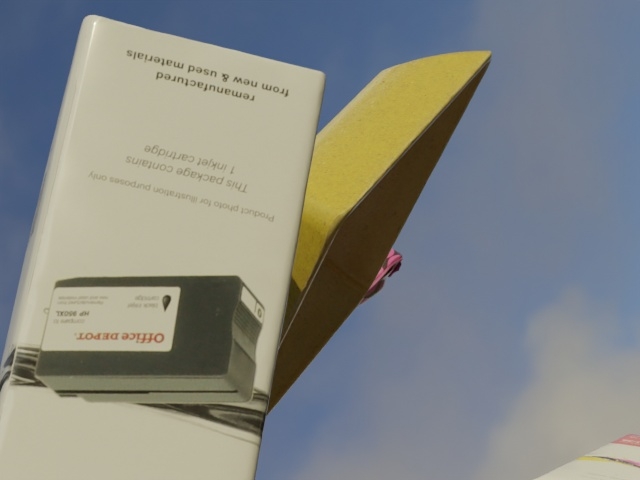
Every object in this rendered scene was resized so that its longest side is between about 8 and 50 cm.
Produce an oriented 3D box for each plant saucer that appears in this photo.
[{"bbox_3d":[0.000,0.000,1.490,0.333,0.081,0.332,-48,-12,-49],"label":"plant saucer"}]

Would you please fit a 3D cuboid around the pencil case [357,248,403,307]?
[{"bbox_3d":[0.007,-0.018,2.025,0.098,0.209,0.095,-27,-19,-51],"label":"pencil case"}]

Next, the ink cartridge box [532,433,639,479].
[{"bbox_3d":[0.171,0.189,0.990,0.198,0.067,0.115,-6,-78,-60],"label":"ink cartridge box"}]

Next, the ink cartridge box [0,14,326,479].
[{"bbox_3d":[-0.130,0.097,1.121,0.285,0.166,0.395,128,154,-70],"label":"ink cartridge box"}]
